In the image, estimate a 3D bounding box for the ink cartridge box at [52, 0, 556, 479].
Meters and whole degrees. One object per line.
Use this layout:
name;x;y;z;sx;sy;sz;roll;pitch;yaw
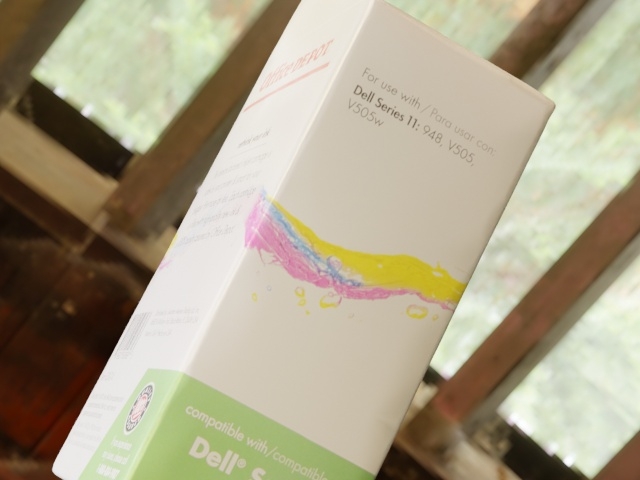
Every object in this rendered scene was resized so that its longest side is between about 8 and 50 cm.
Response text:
ink cartridge box;0.000;0.000;0.880;0.119;0.353;0.207;30;168;-14
